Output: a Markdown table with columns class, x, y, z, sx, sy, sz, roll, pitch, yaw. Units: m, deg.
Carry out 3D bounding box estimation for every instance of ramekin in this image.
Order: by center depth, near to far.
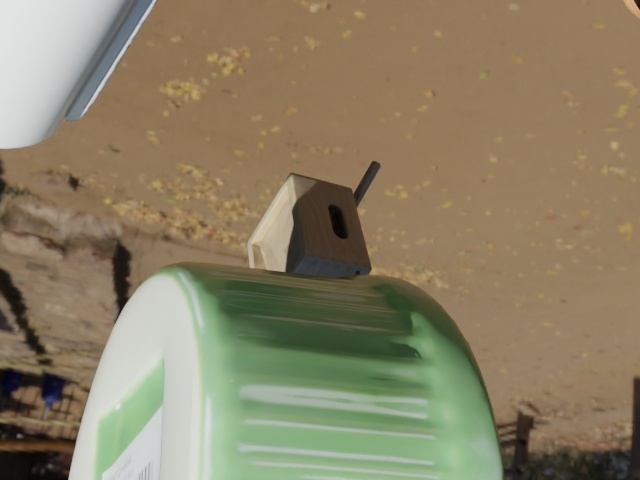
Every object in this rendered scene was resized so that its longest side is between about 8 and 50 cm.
| class | x | y | z | sx | sy | sz | roll | pitch | yaw |
| --- | --- | --- | --- | --- | --- | --- | --- | --- | --- |
| ramekin | -0.047 | 0.156 | 0.491 | 0.148 | 0.303 | 0.303 | 13 | 160 | -25 |

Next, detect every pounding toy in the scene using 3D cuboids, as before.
| class | x | y | z | sx | sy | sz | roll | pitch | yaw |
| --- | --- | --- | --- | --- | --- | --- | --- | --- | --- |
| pounding toy | 0.000 | 0.000 | 0.855 | 0.100 | 0.141 | 0.130 | 13 | 134 | -25 |

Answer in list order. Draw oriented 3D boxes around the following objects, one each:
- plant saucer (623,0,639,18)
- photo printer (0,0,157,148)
| class | x | y | z | sx | sy | sz | roll | pitch | yaw |
| --- | --- | --- | --- | --- | --- | --- | --- | --- | --- |
| plant saucer | 0.336 | -0.277 | 0.917 | 0.013 | 0.083 | 0.083 | -17 | 147 | 40 |
| photo printer | -0.127 | -0.230 | 0.366 | 0.107 | 0.256 | 0.307 | -9 | 153 | -47 |
